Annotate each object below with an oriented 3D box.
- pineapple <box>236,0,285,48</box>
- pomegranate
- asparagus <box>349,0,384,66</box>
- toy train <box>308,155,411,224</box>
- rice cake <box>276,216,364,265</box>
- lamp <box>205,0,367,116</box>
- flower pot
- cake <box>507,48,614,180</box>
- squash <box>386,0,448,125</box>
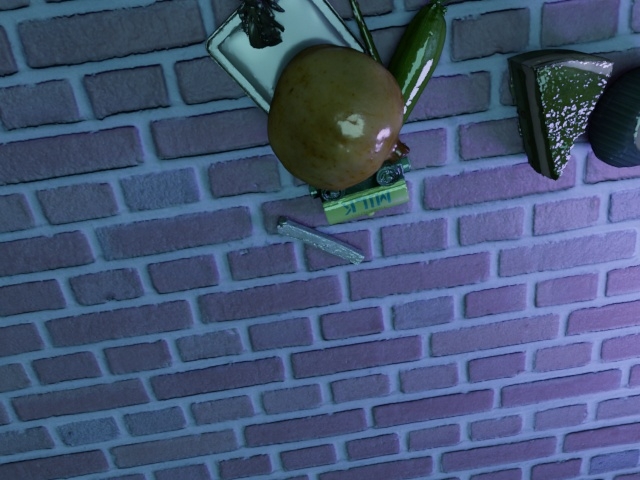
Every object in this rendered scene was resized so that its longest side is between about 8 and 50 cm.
[{"bbox_3d":[-0.131,-0.538,1.046,0.170,0.141,0.310,7,111,39],"label":"pineapple"},{"bbox_3d":[0.027,-0.255,1.102,0.307,0.307,0.307,-2,116,-3],"label":"pomegranate"},{"bbox_3d":[0.091,-0.477,1.175,0.024,0.025,0.249,-15,117,23],"label":"asparagus"},{"bbox_3d":[0.105,-0.123,1.314,0.253,0.105,0.157,-17,129,6],"label":"toy train"},{"bbox_3d":[0.000,0.000,1.389,0.245,0.045,0.042,22,115,-14],"label":"rice cake"},{"bbox_3d":[-0.072,-0.417,1.181,0.266,0.047,0.269,-39,112,15],"label":"lamp"},{"bbox_3d":[0.737,-0.285,1.244,0.189,0.157,0.243,17,112,-11],"label":"flower pot"},{"bbox_3d":[0.556,-0.297,1.225,0.172,0.158,0.284,-19,117,4],"label":"cake"},{"bbox_3d":[0.190,-0.364,1.197,0.101,0.101,0.379,20,112,-13],"label":"squash"}]
